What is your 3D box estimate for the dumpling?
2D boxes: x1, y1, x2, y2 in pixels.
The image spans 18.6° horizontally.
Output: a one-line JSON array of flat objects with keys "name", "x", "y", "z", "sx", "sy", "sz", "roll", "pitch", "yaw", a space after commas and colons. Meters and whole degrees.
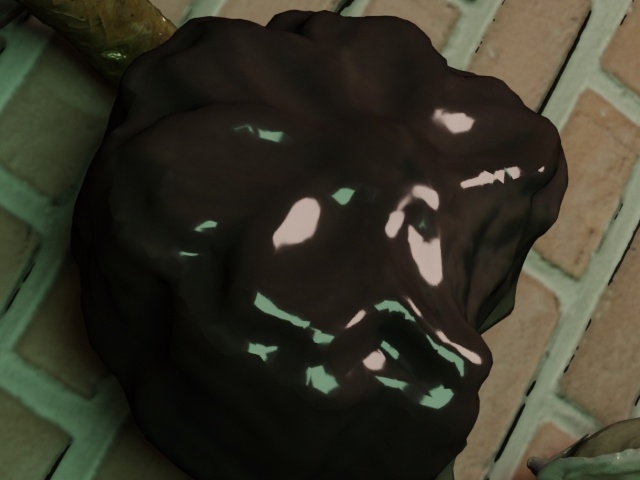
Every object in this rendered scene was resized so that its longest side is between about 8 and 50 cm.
[{"name": "dumpling", "x": 0.307, "y": 0.218, "z": 1.579, "sx": 0.293, "sy": 0.204, "sz": 0.163, "roll": 10, "pitch": 86, "yaw": -35}]

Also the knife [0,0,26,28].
[{"name": "knife", "x": -0.245, "y": -0.196, "z": 1.460, "sx": 0.123, "sy": 0.053, "sz": 0.278, "roll": 39, "pitch": 59, "yaw": 13}]

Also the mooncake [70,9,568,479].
[{"name": "mooncake", "x": 0.000, "y": 0.000, "z": 1.413, "sx": 0.350, "sy": 0.212, "sz": 0.381, "roll": 19, "pitch": 49, "yaw": -6}]

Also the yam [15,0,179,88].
[{"name": "yam", "x": -0.201, "y": -0.192, "z": 1.366, "sx": 0.356, "sy": 0.081, "sz": 0.081, "roll": 39, "pitch": 56, "yaw": -59}]
